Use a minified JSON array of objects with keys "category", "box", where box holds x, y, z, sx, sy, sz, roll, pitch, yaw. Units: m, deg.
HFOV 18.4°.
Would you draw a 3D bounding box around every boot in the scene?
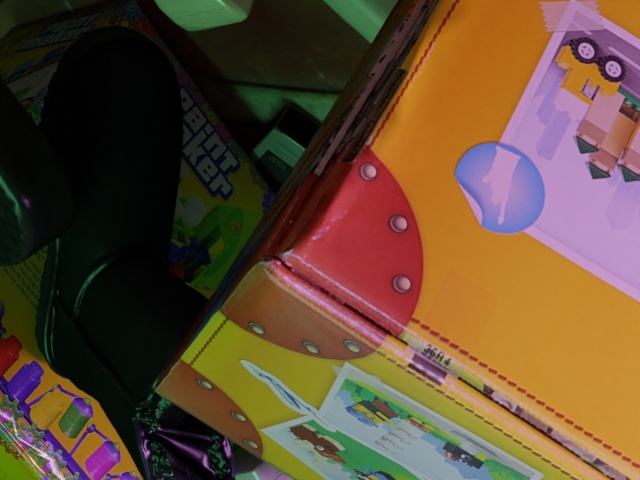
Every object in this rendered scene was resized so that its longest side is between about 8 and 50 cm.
[{"category":"boot","box":[-0.096,0.015,1.190,0.207,0.094,0.246,37,123,52]}]

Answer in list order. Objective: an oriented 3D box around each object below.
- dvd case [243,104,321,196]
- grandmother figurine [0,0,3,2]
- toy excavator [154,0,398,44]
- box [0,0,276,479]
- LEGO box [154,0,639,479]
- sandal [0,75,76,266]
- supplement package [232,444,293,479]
[{"category":"dvd case","box":[0.000,0.000,1.494,0.179,0.029,0.239,36,152,-7]},{"category":"grandmother figurine","box":[-0.257,-0.240,1.293,0.208,0.104,0.342,59,156,8]},{"category":"toy excavator","box":[0.092,-0.016,1.195,0.433,0.445,0.222,2,178,-28]},{"category":"box","box":[-0.180,0.032,1.411,0.177,0.279,0.290,-2,129,53]},{"category":"LEGO box","box":[0.239,0.038,0.955,0.500,0.372,0.193,34,152,-3]},{"category":"sandal","box":[-0.282,-0.188,1.179,0.445,0.107,0.167,55,151,-9]},{"category":"supplement package","box":[0.046,0.226,1.497,0.262,0.198,0.199,55,151,-9]}]
